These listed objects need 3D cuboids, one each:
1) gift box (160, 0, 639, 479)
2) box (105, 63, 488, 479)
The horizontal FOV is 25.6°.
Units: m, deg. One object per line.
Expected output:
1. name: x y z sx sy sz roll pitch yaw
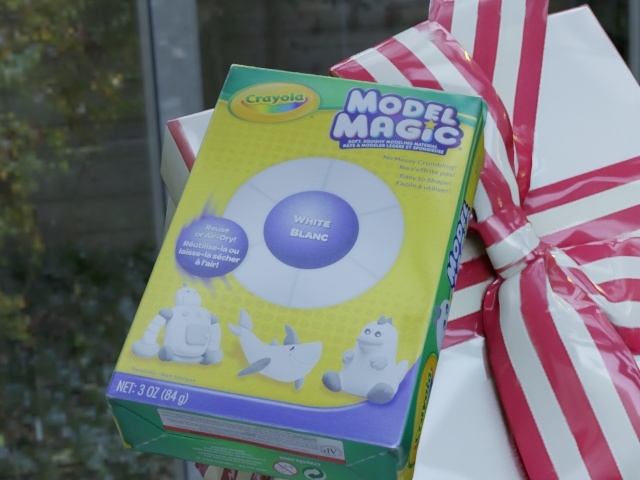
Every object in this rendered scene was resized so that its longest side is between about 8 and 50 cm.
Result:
1. gift box: 0.074 0.036 0.690 0.276 0.255 0.258 -23 -22 -20
2. box: 0.000 0.000 0.521 0.105 0.043 0.179 8 53 12
